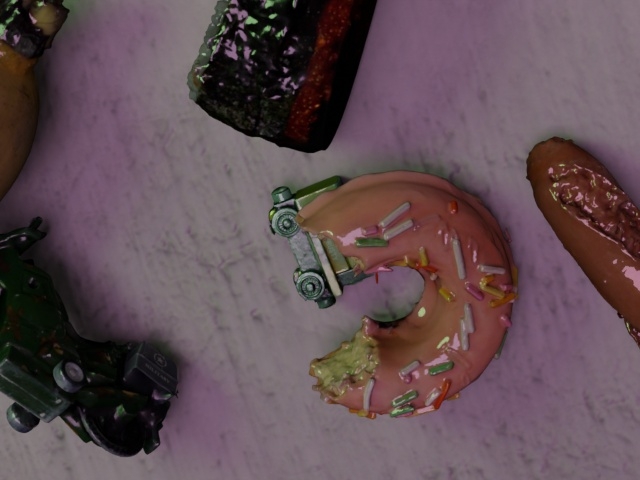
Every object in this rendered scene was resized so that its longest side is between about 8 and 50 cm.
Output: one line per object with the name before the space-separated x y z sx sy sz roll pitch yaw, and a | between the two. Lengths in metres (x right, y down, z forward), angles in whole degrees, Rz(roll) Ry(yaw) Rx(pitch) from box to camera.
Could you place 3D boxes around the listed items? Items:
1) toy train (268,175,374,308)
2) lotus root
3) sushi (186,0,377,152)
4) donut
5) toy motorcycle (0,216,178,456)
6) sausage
toy train | 0.000 0.000 1.353 0.081 0.050 0.122 -23 103 5
lotus root | -0.335 -0.113 1.319 0.183 0.183 0.310 41 105 -2
sushi | -0.027 -0.188 1.256 0.126 0.136 0.225 20 117 8
donut | 0.083 0.053 1.308 0.199 0.085 0.233 -8 111 -5
toy motorcycle | -0.253 0.090 1.381 0.124 0.187 0.274 -38 115 26
sausage | 0.288 0.046 1.283 0.079 0.087 0.327 -37 97 7
